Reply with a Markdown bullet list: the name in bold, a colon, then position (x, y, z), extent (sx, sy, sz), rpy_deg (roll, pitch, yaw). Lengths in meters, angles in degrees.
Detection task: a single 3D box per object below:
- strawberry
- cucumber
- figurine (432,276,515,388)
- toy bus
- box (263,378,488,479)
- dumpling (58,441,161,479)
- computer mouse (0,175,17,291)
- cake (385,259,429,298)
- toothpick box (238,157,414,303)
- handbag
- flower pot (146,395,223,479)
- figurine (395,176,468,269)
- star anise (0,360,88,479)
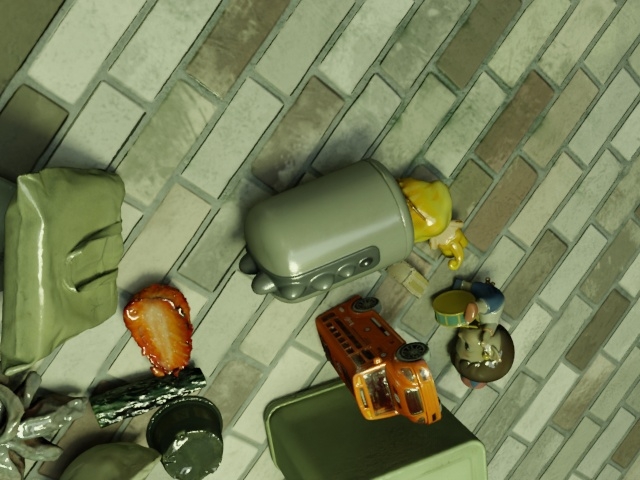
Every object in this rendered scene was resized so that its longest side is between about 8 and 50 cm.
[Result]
- **strawberry**: position (-0.299, 0.163, 1.257), extent (0.121, 0.082, 0.188), rpy_deg (-4, 119, -1)
- **cucumber**: position (-0.330, 0.287, 1.280), extent (0.211, 0.078, 0.062), rpy_deg (-21, 98, -17)
- **figurine**: position (0.353, 0.226, 1.510), extent (0.158, 0.161, 0.276), rpy_deg (-14, 112, 7)
- **toy bus**: position (0.108, 0.238, 1.304), extent (0.153, 0.329, 0.143), rpy_deg (-22, 115, -12)
- **box**: position (0.102, 0.427, 1.355), extent (0.351, 0.344, 0.178), rpy_deg (-14, 109, -17)
- **dumpling**: position (-0.414, 0.499, 1.227), extent (0.175, 0.227, 0.244), rpy_deg (17, 105, -8)
- **computer mouse**: position (-0.598, -0.036, 1.054), extent (0.330, 0.095, 0.197), rpy_deg (27, 91, -28)
- **cake**: position (0.197, 0.082, 1.460), extent (0.052, 0.065, 0.121), rpy_deg (-52, 141, 0)
- **toothpick box**: position (0.000, 0.000, 1.238), extent (0.316, 0.229, 0.229), rpy_deg (-23, 114, -14)
- **handbag**: position (-0.416, 0.030, 1.081), extent (0.108, 0.253, 0.316), rpy_deg (12, 105, 14)
- **flower pot**: position (-0.260, 0.403, 1.329), extent (0.157, 0.107, 0.158), rpy_deg (-6, 107, -21)
- **figurine**: position (0.228, -0.040, 1.389), extent (0.156, 0.131, 0.246), rpy_deg (-44, 130, 13)
- **star anise**: position (-0.586, 0.329, 1.149), extent (0.359, 0.139, 0.316), rpy_deg (-13, 105, -19)
